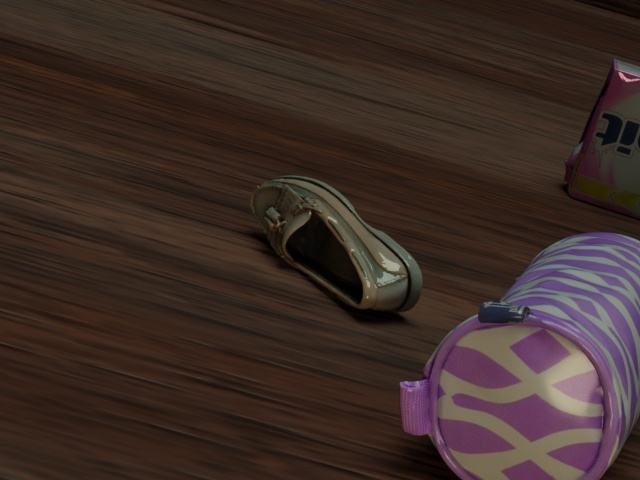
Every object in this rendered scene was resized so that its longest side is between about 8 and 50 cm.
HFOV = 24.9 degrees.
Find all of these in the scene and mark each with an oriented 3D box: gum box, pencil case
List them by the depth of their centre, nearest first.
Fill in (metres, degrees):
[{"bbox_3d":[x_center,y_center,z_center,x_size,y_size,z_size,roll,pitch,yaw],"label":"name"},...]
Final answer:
[{"bbox_3d":[0.105,0.051,0.646,0.088,0.086,0.206,-7,6,23],"label":"pencil case"},{"bbox_3d":[0.292,-0.064,1.134,0.188,0.107,0.062,18,17,5],"label":"gum box"}]

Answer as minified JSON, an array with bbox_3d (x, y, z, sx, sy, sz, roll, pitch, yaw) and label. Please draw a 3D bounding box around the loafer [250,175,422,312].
[{"bbox_3d":[0.000,0.000,0.771,0.039,0.045,0.125,-9,33,-42],"label":"loafer"}]
